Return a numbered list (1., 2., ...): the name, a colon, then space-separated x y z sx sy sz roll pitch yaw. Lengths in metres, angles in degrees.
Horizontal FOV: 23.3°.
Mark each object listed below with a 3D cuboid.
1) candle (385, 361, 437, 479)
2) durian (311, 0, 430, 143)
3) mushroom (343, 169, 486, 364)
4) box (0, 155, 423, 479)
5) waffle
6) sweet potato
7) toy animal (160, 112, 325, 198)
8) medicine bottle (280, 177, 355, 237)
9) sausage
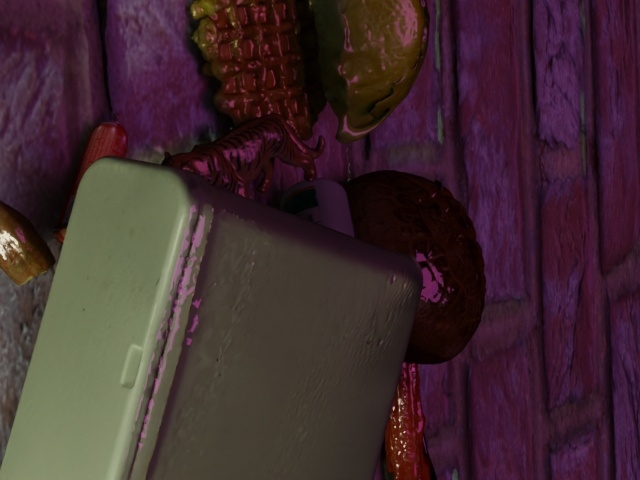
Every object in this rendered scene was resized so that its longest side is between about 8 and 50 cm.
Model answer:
1. candle: 0.114 0.232 2.014 0.084 0.059 0.302 -30 117 -66
2. durian: 0.054 -0.243 1.785 0.139 0.101 0.250 -10 100 -16
3. mushroom: 0.110 0.030 1.898 0.253 0.153 0.253 41 34 -37
4. box: -0.095 0.131 1.495 0.343 0.177 0.352 17 87 -45
5. waffle: -0.054 -0.224 1.758 0.238 0.058 0.243 52 50 -42
6. sweet potato: -0.286 -0.008 1.414 0.117 0.049 0.049 61 43 -30
7. toy animal: -0.082 -0.079 1.678 0.241 0.056 0.099 -31 123 -35
8. medicine bottle: 0.000 0.000 1.778 0.080 0.080 0.130 46 27 -47
9. sausage: -0.220 -0.063 1.518 0.050 0.048 0.145 116 -11 -62
